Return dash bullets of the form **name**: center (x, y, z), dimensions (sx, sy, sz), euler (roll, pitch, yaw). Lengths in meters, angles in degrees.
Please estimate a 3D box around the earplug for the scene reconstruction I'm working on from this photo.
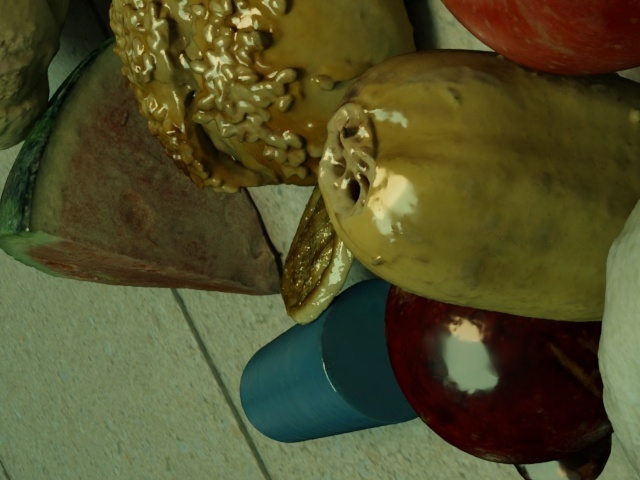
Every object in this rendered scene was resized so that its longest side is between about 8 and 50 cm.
- **earplug**: center (0.005, 0.131, 1.586), dimensions (0.132, 0.132, 0.273), euler (60, 151, 1)

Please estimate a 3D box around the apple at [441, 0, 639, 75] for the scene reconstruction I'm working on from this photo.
- **apple**: center (0.166, -0.235, 0.984), dimensions (0.260, 0.216, 0.260), euler (36, 141, 35)

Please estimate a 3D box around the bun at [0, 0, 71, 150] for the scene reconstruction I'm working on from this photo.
- **bun**: center (-0.361, -0.259, 1.681), dimensions (0.360, 0.211, 0.359), euler (-4, 86, 63)

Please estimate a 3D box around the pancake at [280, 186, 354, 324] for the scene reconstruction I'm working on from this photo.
- **pancake**: center (0.000, 0.000, 1.494), dimensions (0.158, 0.028, 0.158), euler (-165, 90, -73)

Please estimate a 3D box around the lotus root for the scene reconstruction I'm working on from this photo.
- **lotus root**: center (0.163, -0.030, 1.091), dimensions (0.151, 0.343, 0.169), euler (144, 132, -61)

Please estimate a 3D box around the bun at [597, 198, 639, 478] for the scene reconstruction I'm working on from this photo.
- **bun**: center (0.341, 0.057, 0.945), dimensions (0.362, 0.211, 0.361), euler (19, 130, 24)

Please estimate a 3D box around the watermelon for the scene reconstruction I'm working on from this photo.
- **watermelon**: center (-0.209, -0.016, 1.654), dimensions (0.292, 0.250, 0.283), euler (51, 152, 19)

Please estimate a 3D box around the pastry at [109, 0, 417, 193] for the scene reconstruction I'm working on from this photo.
- **pastry**: center (-0.071, -0.168, 1.396), dimensions (0.316, 0.184, 0.284), euler (20, 129, 46)

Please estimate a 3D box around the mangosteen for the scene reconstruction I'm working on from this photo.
- **mangosteen**: center (0.165, 0.086, 1.259), dimensions (0.215, 0.215, 0.257), euler (25, 149, 43)
